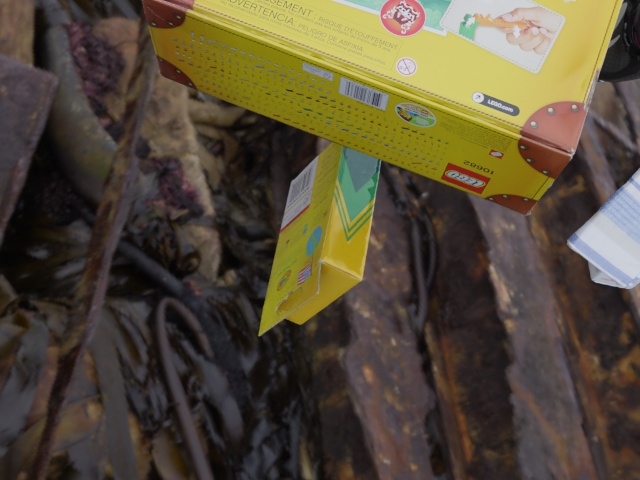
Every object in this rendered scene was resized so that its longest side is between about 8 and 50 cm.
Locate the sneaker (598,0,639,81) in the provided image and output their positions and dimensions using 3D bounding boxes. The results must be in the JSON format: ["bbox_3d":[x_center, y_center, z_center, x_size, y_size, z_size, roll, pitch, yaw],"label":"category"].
[{"bbox_3d":[0.536,-0.352,1.340,0.202,0.483,0.185,-26,90,-15],"label":"sneaker"}]

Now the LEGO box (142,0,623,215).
[{"bbox_3d":[0.095,-0.306,1.043,0.500,0.193,0.373,22,72,4],"label":"LEGO box"}]

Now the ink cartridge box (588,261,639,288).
[{"bbox_3d":[0.646,0.033,1.803,0.109,0.150,0.063,12,55,-20],"label":"ink cartridge box"}]

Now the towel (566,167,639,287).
[{"bbox_3d":[0.557,-0.055,1.449,0.209,0.285,0.034,28,20,-38],"label":"towel"}]

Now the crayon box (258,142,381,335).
[{"bbox_3d":[0.000,0.000,1.427,0.081,0.202,0.319,25,55,-20],"label":"crayon box"}]
